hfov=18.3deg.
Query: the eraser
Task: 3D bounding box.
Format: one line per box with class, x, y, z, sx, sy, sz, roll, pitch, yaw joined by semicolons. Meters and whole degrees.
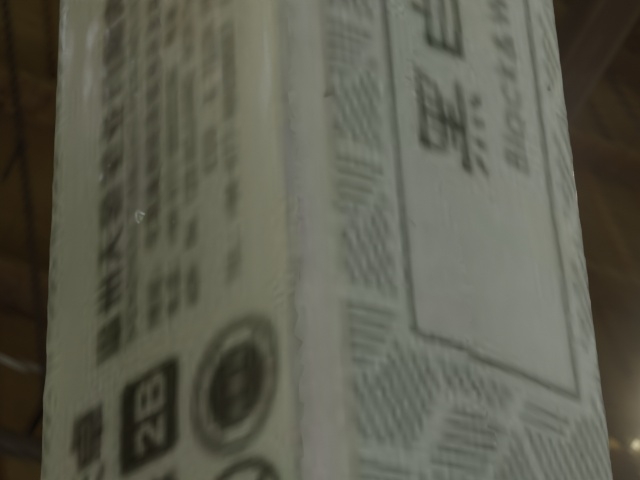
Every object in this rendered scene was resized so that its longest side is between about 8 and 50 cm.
eraser;0.000;0.000;0.459;0.096;0.098;0.404;21;-127;-36
